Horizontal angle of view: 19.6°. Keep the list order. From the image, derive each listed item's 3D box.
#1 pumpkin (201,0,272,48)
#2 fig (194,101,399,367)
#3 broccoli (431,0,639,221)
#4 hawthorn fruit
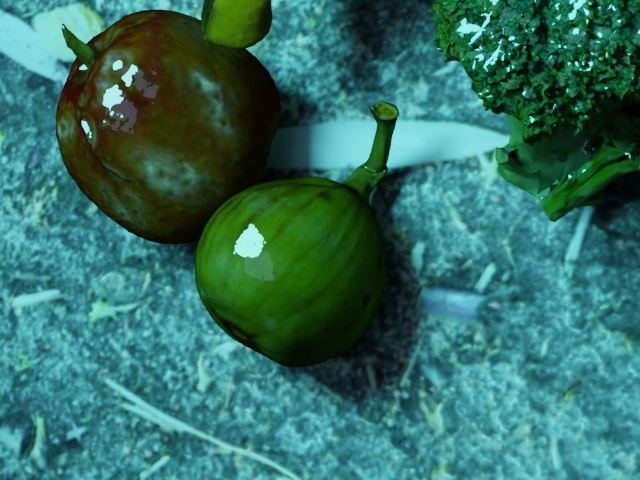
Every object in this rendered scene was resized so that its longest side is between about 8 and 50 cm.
[{"bbox_3d":[0.043,-0.290,1.439,0.258,0.290,0.095,-29,106,40],"label":"pumpkin"},{"bbox_3d":[-0.014,0.002,1.440,0.142,0.148,0.186,4,45,35],"label":"fig"},{"bbox_3d":[0.201,-0.142,1.289,0.308,0.307,0.275,49,128,29],"label":"broccoli"},{"bbox_3d":[-0.134,-0.102,1.483,0.179,0.200,0.179,-32,34,25],"label":"hawthorn fruit"}]
